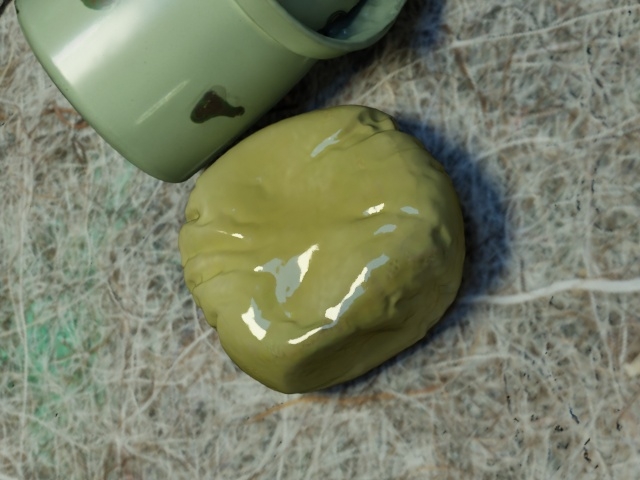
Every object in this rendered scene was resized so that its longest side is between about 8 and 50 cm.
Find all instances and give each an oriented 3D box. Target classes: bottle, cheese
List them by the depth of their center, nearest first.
[{"bbox_3d":[0.000,0.000,1.268,0.226,0.117,0.214,-36,58,9],"label":"cheese"},{"bbox_3d":[-0.049,-0.221,1.296,0.351,0.229,0.229,-37,62,12],"label":"bottle"}]

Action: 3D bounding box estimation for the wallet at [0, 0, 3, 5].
[{"bbox_3d":[-0.312,-0.289,1.562,0.095,0.033,0.190,36,94,33],"label":"wallet"}]
